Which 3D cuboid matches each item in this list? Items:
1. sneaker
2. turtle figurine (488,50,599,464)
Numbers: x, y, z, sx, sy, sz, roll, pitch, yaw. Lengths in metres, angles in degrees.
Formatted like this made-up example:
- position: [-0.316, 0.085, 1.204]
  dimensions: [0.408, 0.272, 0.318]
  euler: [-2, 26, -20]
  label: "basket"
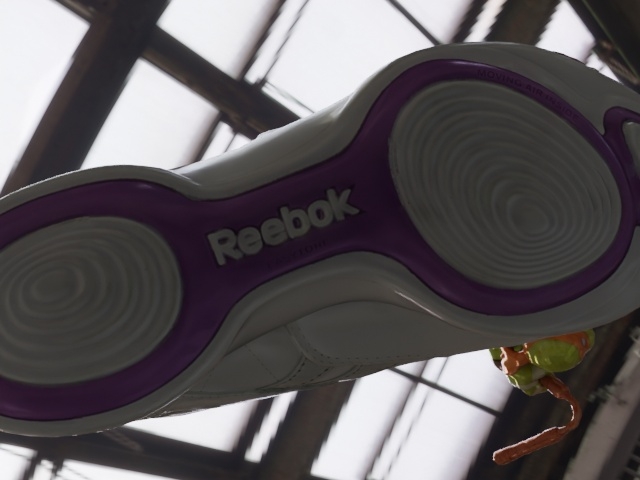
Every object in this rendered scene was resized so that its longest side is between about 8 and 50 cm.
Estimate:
- position: [0.000, 0.000, 0.544]
  dimensions: [0.305, 0.152, 0.114]
  euler: [-11, -96, -9]
  label: "sneaker"
- position: [0.131, 0.006, 0.843]
  dimensions: [0.087, 0.269, 0.217]
  euler: [5, -128, -8]
  label: "turtle figurine"
